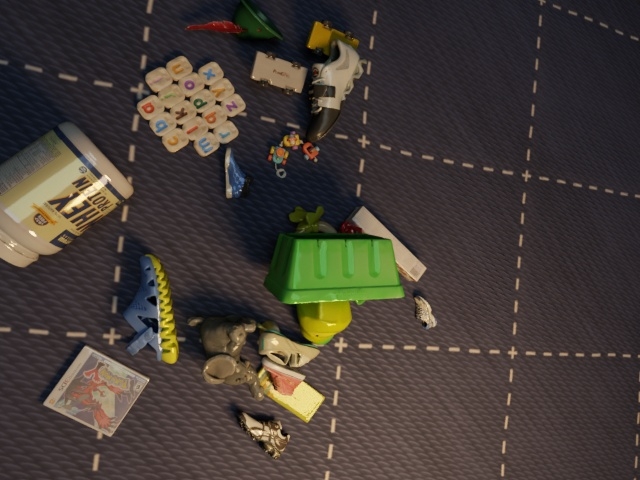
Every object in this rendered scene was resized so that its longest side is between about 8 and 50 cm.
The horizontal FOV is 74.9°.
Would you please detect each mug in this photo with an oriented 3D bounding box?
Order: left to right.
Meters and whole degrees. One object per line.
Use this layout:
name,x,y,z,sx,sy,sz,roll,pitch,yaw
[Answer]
mug,-0.161,0.286,1.297,0.078,0.064,0.062,-1,90,-18

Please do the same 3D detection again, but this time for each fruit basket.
fruit basket,0.026,0.161,1.231,0.393,0.283,0.391,-3,98,-20

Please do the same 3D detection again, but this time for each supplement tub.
supplement tub,-0.675,-0.113,1.046,0.325,0.235,0.235,-43,102,-14

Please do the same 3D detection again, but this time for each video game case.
video game case,-0.621,0.419,1.167,0.201,0.023,0.183,35,79,-15

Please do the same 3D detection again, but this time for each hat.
hat,-0.249,-0.634,1.291,0.184,0.173,0.208,-41,97,21

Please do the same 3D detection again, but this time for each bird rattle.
bird rattle,0.000,0.000,1.350,0.254,0.143,0.206,31,92,-28

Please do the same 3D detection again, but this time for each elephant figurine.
elephant figurine,-0.270,0.346,1.213,0.169,0.186,0.239,2,95,-59

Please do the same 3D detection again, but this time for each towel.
towel,-0.103,0.479,1.339,0.237,0.021,0.102,40,81,-14

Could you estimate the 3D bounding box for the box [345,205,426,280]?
box,0.226,0.015,1.428,0.324,0.063,0.067,42,76,-13

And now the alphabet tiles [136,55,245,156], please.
alphabet tiles,-0.383,-0.402,1.258,0.278,0.021,0.284,-38,101,-15

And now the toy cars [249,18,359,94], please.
toy cars,-0.058,-0.586,1.330,0.394,0.087,0.176,-34,136,-14

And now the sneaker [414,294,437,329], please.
sneaker,0.362,0.257,1.477,0.058,0.052,0.135,-31,98,-12

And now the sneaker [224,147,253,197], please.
sneaker,-0.248,-0.206,1.277,0.085,0.058,0.151,-2,94,-12

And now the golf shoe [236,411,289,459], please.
golf shoe,-0.177,0.579,1.291,0.094,0.077,0.198,-47,110,-24

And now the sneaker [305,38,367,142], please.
sneaker,0.010,-0.473,1.312,0.146,0.123,0.330,29,82,-35

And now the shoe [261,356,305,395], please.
shoe,-0.126,0.416,1.264,0.178,0.064,0.081,38,82,-40

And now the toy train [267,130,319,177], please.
toy train,-0.085,-0.280,1.340,0.166,0.046,0.125,-37,100,-15

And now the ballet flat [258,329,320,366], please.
ballet flat,-0.094,0.343,1.269,0.249,0.086,0.086,33,79,-41

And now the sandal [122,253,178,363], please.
sandal,-0.483,0.197,1.167,0.138,0.126,0.316,-6,90,-14
